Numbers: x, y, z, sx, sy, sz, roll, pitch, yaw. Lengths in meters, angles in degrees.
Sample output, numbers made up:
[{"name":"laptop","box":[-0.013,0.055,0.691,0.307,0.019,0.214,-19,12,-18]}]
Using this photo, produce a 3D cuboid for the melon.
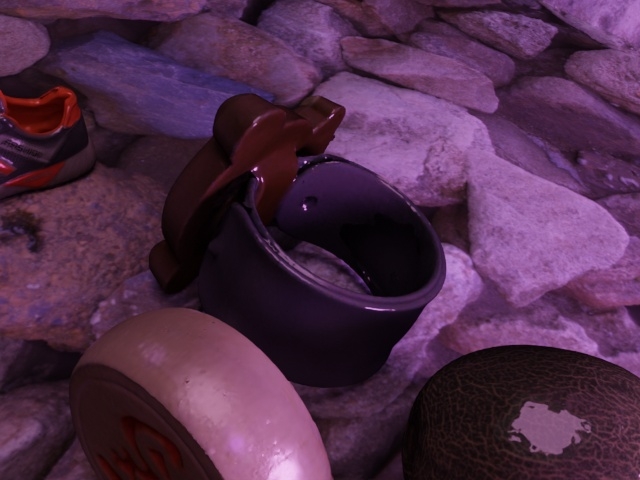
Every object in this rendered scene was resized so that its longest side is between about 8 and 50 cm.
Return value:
[{"name":"melon","box":[0.238,0.227,0.719,0.302,0.237,0.237,13,42,-5]}]

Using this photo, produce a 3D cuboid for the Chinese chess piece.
[{"name":"Chinese chess piece","box":[-0.114,0.191,0.642,0.273,0.273,0.102,35,46,22]}]

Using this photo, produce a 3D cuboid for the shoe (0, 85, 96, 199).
[{"name":"shoe","box":[-0.479,-0.145,0.981,0.337,0.171,0.132,-20,52,-32]}]

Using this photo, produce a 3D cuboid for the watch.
[{"name":"watch","box":[0.000,0.000,0.908,0.327,0.314,0.335,41,36,10]}]
